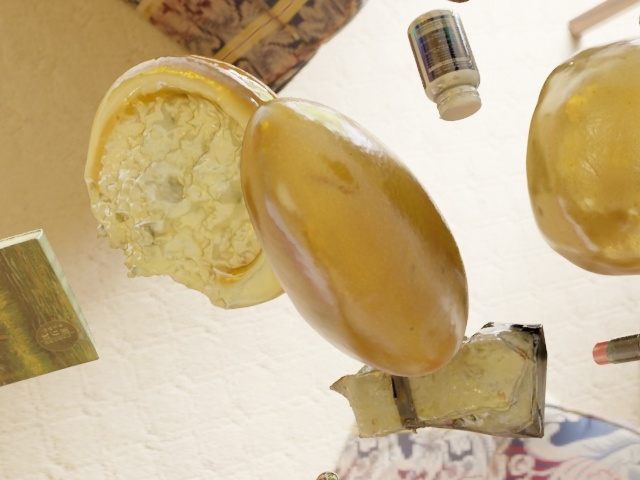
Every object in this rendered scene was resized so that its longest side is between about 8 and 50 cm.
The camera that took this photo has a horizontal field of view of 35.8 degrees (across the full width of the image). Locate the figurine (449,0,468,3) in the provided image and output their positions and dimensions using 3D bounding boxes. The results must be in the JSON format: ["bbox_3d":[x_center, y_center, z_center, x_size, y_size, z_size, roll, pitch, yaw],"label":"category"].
[{"bbox_3d":[0.244,-0.625,2.075,0.168,0.187,0.315,21,39,-55],"label":"figurine"}]

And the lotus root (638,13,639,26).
[{"bbox_3d":[0.200,-0.077,0.396,0.095,0.159,0.135,-17,95,-1],"label":"lotus root"}]

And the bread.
[{"bbox_3d":[-0.153,-0.075,1.445,0.424,0.245,0.329,36,93,27],"label":"bread"}]

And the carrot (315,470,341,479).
[{"bbox_3d":[-0.009,0.462,1.686,0.047,0.191,0.047,15,35,-10],"label":"carrot"}]

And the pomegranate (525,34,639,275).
[{"bbox_3d":[0.400,-0.112,1.208,0.332,0.332,0.333,6,77,-26],"label":"pomegranate"}]

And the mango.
[{"bbox_3d":[0.019,-0.003,0.623,0.253,0.113,0.138,52,13,-49],"label":"mango"}]

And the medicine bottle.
[{"bbox_3d":[0.232,-0.322,1.825,0.107,0.107,0.192,-5,70,-28],"label":"medicine bottle"}]

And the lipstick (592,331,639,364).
[{"bbox_3d":[0.390,0.121,1.153,0.053,0.234,0.053,3,77,-14],"label":"lipstick"}]

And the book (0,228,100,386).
[{"bbox_3d":[-0.348,0.085,0.954,0.228,0.024,0.160,-16,126,1],"label":"book"}]

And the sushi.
[{"bbox_3d":[0.114,0.167,1.118,0.109,0.272,0.134,-8,94,-65],"label":"sushi"}]
